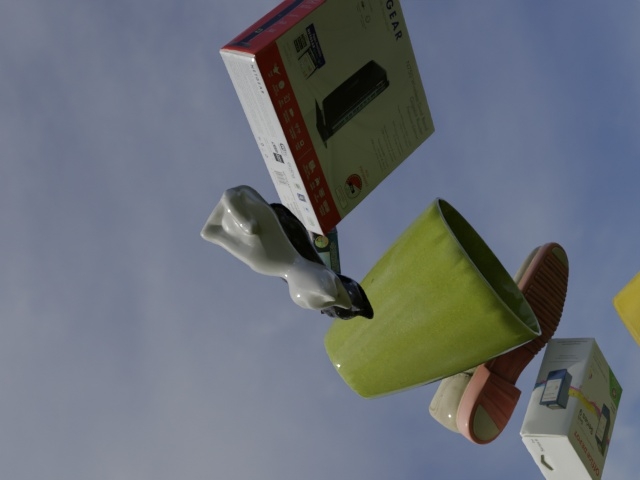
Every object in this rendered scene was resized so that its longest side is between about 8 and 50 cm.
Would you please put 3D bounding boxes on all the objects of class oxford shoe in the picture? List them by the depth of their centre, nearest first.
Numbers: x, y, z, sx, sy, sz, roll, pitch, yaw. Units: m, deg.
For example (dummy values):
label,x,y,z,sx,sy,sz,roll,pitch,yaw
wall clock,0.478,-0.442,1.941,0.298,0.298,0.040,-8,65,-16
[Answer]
label,x,y,z,sx,sy,sz,roll,pitch,yaw
oxford shoe,0.319,0.167,1.752,0.140,0.146,0.397,43,-108,-35

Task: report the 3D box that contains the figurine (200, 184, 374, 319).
label,x,y,z,sx,sy,sz,roll,pitch,yaw
figurine,-0.031,0.030,1.263,0.092,0.209,0.215,-53,-17,3

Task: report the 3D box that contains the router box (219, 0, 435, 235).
label,x,y,z,sx,sy,sz,roll,pitch,yaw
router box,0.025,-0.231,1.512,0.301,0.082,0.335,-44,-48,-26

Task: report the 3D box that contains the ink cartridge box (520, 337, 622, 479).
label,x,y,z,sx,sy,sz,roll,pitch,yaw
ink cartridge box,0.435,0.296,1.656,0.154,0.093,0.212,55,-132,-31

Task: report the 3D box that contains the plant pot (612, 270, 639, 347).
label,x,y,z,sx,sy,sz,roll,pitch,yaw
plant pot,0.466,0.094,0.987,0.212,0.187,0.212,17,-49,-18

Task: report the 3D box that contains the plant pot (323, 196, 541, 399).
label,x,y,z,sx,sy,sz,roll,pitch,yaw
plant pot,0.159,0.126,1.576,0.293,0.275,0.274,-38,-34,14

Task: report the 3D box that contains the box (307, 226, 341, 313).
label,x,y,z,sx,sy,sz,roll,pitch,yaw
box,0.000,0.000,1.711,0.044,0.233,0.159,-8,-61,-3
